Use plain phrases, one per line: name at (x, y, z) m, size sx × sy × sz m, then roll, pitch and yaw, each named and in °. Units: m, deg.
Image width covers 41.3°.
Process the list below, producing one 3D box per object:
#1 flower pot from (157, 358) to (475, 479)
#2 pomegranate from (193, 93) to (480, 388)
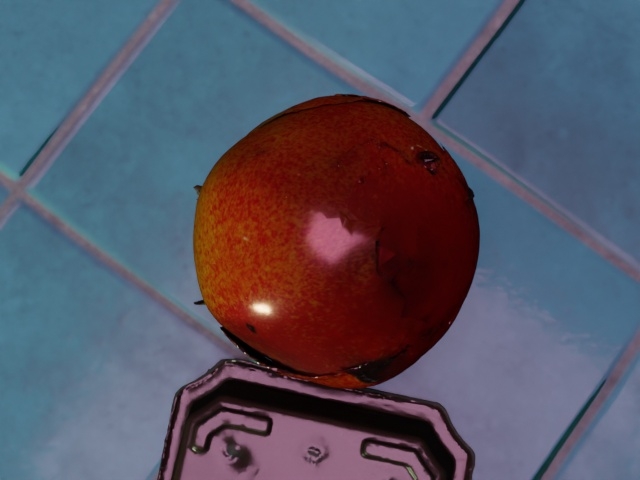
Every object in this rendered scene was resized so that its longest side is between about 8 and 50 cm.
flower pot at (-0.010, 0.194, 0.648) m, size 0.251 × 0.084 × 0.178 m, roll 11°, pitch 83°, yaw 4°
pomegranate at (0.000, 0.000, 0.620) m, size 0.235 × 0.210 × 0.210 m, roll 1°, pitch 80°, yaw 39°
